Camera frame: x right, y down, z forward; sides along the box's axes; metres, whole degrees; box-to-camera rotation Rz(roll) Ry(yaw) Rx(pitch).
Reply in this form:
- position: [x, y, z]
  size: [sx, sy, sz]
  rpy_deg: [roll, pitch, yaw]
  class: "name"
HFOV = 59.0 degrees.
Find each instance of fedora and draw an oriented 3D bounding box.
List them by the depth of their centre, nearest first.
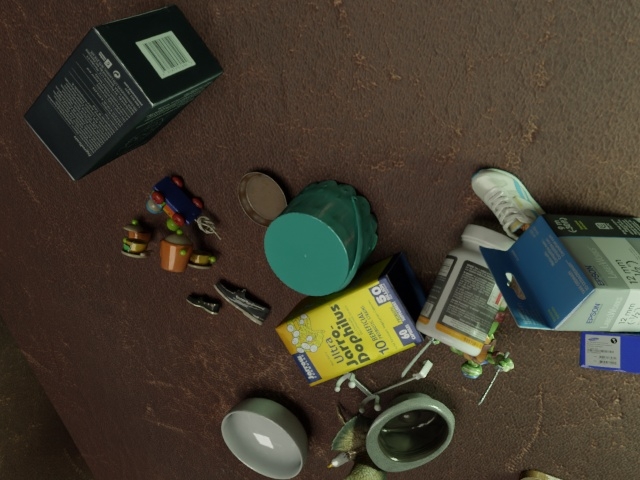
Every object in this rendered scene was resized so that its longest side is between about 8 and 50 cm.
- position: [0.264, 0.562, 1.722]
  size: [0.275, 0.124, 0.244]
  rpy_deg: [-33, 110, 8]
  class: "fedora"

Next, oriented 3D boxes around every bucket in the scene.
- position: [0.000, 0.000, 1.485]
  size: [0.281, 0.183, 0.281]
  rpy_deg: [13, 123, 22]
  class: "bucket"

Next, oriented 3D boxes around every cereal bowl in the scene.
- position: [-0.187, 0.702, 2.070]
  size: [0.339, 0.141, 0.339]
  rpy_deg: [13, 125, 19]
  class: "cereal bowl"

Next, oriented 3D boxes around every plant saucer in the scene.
- position: [-0.158, -0.118, 1.590]
  size: [0.168, 0.029, 0.168]
  rpy_deg: [17, 126, 25]
  class: "plant saucer"

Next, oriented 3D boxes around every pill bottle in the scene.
- position: [0.348, 0.114, 1.323]
  size: [0.162, 0.162, 0.278]
  rpy_deg: [25, 87, 11]
  class: "pill bottle"

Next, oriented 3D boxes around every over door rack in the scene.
- position: [0.137, 0.392, 1.724]
  size: [0.239, 0.108, 0.324]
  rpy_deg: [43, 129, -4]
  class: "over door rack"

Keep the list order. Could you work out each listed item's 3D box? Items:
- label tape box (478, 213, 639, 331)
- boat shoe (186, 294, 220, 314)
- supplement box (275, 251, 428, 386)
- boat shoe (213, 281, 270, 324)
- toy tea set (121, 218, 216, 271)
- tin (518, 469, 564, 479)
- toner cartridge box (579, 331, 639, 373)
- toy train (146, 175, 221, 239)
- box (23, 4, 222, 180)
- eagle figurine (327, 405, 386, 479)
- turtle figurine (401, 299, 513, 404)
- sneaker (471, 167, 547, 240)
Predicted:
- position: [0.529, 0.057, 1.127]
  size: [0.347, 0.249, 0.115]
  rpy_deg: [3, 125, -8]
  class: "label tape box"
- position: [-0.398, 0.210, 1.929]
  size: [0.133, 0.049, 0.042]
  rpy_deg: [19, 99, 24]
  class: "boat shoe"
- position: [0.095, 0.211, 1.515]
  size: [0.356, 0.195, 0.194]
  rpy_deg: [-29, 95, 26]
  class: "supplement box"
- position: [-0.255, 0.191, 1.843]
  size: [0.206, 0.075, 0.065]
  rpy_deg: [37, 87, 8]
  class: "boat shoe"
- position: [-0.496, -0.002, 1.771]
  size: [0.336, 0.200, 0.124]
  rpy_deg: [16, 100, 19]
  class: "toy tea set"
- position: [0.697, 0.760, 1.715]
  size: [0.189, 0.040, 0.106]
  rpy_deg: [16, 130, 17]
  class: "tin"
- position: [0.646, 0.216, 1.200]
  size: [0.165, 0.348, 0.075]
  rpy_deg: [3, 89, 26]
  class: "toner cartridge box"
- position: [-0.423, -0.066, 1.732]
  size: [0.248, 0.105, 0.143]
  rpy_deg: [48, 140, -9]
  class: "toy train"
- position: [-0.501, -0.373, 1.443]
  size: [0.395, 0.293, 0.212]
  rpy_deg: [-28, 104, 37]
  class: "box"
- position: [0.118, 0.662, 1.769]
  size: [0.226, 0.225, 0.298]
  rpy_deg: [30, 172, 1]
  class: "eagle figurine"
- position: [0.384, 0.247, 1.420]
  size: [0.198, 0.274, 0.266]
  rpy_deg: [24, 110, 53]
  class: "turtle figurine"
- position: [0.433, -0.072, 1.279]
  size: [0.228, 0.092, 0.087]
  rpy_deg: [41, 131, -1]
  class: "sneaker"
